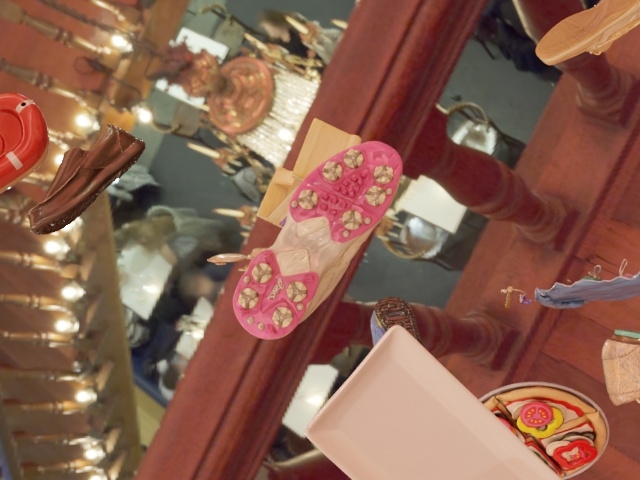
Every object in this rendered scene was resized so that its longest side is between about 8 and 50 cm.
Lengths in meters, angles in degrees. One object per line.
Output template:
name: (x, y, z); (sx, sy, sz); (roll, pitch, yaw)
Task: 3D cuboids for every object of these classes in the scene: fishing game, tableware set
fishing game: (0.365, 0.054, 1.074); (0.264, 0.189, 0.041); (-8, 76, 14)
tableware set: (-0.100, 0.032, 1.451); (0.141, 0.168, 0.020); (7, 103, 43)

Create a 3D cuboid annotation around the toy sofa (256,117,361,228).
toy sofa: (-0.009, -0.126, 1.965); (0.177, 0.362, 0.150); (25, 70, -11)

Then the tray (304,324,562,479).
tray: (0.119, 0.222, 0.862); (0.270, 0.030, 0.145); (44, 81, -14)

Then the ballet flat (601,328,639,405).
ballet flat: (0.474, 0.170, 0.932); (0.316, 0.107, 0.106); (5, 84, 29)

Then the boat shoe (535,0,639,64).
boat shoe: (0.378, -0.283, 1.149); (0.170, 0.059, 0.063); (-30, 44, 10)

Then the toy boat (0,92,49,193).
toy boat: (-0.569, -0.165, 1.396); (0.231, 0.151, 0.151); (-39, 71, -19)

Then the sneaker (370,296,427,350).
sneaker: (0.113, 0.177, 1.192); (0.069, 0.082, 0.209); (-2, 40, -6)

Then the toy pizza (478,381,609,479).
toy pizza: (0.288, 0.271, 1.143); (0.201, 0.201, 0.032); (-27, 28, 24)

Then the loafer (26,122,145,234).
loafer: (-0.359, -0.094, 1.251); (0.078, 0.220, 0.080); (44, 147, -5)

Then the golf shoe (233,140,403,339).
golf shoe: (0.000, 0.000, 1.135); (0.115, 0.140, 0.306); (38, 85, 13)
